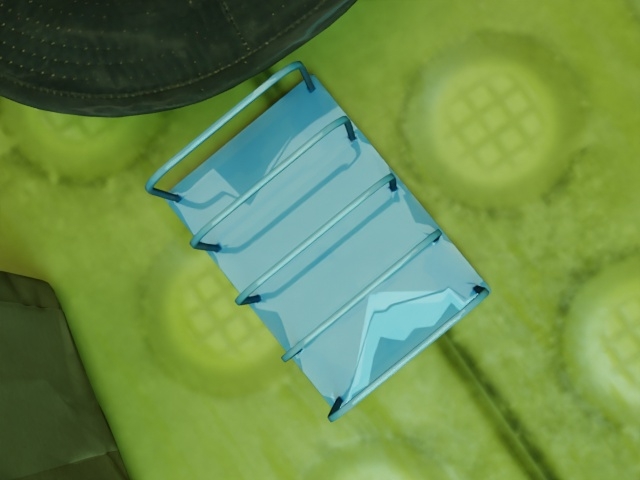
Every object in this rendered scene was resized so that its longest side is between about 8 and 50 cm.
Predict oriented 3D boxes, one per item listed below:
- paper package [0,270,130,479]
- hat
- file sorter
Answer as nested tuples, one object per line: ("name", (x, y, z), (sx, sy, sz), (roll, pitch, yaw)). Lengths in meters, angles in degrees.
("paper package", (-0.287, 0.141, 0.541), (0.325, 0.309, 0.168), (-23, 82, 3))
("hat", (-0.080, -0.219, 0.628), (0.331, 0.134, 0.331), (-1, 88, 13))
("file sorter", (0.000, 0.000, 0.626), (0.118, 0.104, 0.170), (-39, 85, 2))
